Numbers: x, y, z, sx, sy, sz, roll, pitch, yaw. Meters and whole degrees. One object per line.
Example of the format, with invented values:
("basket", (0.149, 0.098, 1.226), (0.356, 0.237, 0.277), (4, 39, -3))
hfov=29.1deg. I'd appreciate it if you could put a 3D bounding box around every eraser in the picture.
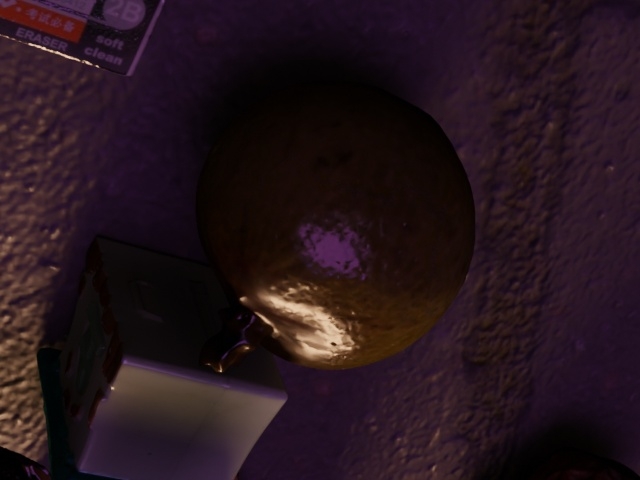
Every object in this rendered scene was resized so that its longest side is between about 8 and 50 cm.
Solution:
("eraser", (-0.138, -0.121, 0.585), (0.122, 0.029, 0.052), (17, 118, -27))

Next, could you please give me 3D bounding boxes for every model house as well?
("model house", (-0.102, 0.096, 0.693), (0.100, 0.127, 0.149), (15, 115, -25))

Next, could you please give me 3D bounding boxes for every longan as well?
("longan", (0.000, 0.000, 0.636), (0.176, 0.145, 0.155), (-47, 112, -20))

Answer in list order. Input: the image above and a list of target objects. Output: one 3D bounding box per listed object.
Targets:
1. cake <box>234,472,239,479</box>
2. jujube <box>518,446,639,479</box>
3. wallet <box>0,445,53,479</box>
("cake", (-0.100, 0.269, 0.868), (0.158, 0.159, 0.262), (-12, 93, -8))
("jujube", (0.157, 0.256, 0.882), (0.168, 0.168, 0.236), (20, 102, -28))
("wallet", (-0.226, 0.132, 0.665), (0.198, 0.031, 0.110), (17, 131, 21))
